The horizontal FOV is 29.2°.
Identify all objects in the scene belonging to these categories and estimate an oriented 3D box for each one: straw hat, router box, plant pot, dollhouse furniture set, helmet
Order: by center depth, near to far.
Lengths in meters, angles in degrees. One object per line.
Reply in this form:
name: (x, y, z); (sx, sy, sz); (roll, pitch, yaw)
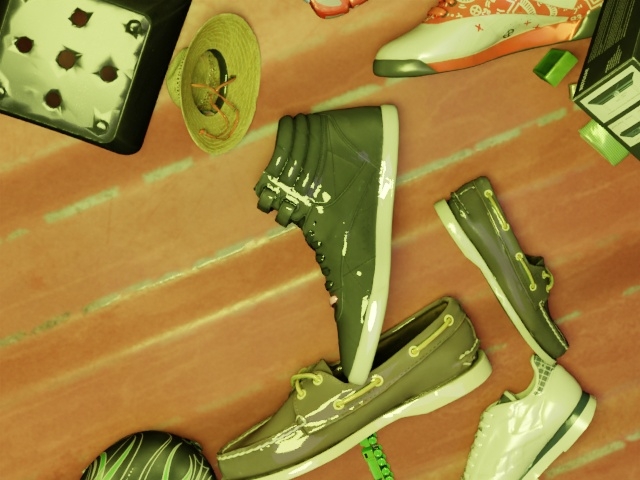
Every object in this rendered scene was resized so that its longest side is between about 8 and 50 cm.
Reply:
plant pot: (-0.240, -0.183, 1.190); (0.187, 0.167, 0.188); (19, 102, -10)
router box: (0.387, -0.172, 1.205); (0.243, 0.309, 0.081); (39, 138, -14)
straw hat: (-0.124, -0.163, 1.258); (0.061, 0.144, 0.144); (13, 106, 31)
dollhouse furniture set: (0.301, -0.147, 1.316); (0.151, 0.058, 0.076); (40, 97, -14)
helmet: (-0.189, 0.292, 1.318); (0.169, 0.161, 0.169); (-2, 104, -6)

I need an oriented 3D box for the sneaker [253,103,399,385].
sneaker: (0.000, 0.000, 1.279); (0.147, 0.104, 0.296); (4, 83, -3)

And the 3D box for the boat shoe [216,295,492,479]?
boat shoe: (0.026, 0.169, 1.340); (0.324, 0.116, 0.097); (-25, 101, -4)

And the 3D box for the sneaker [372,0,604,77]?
sneaker: (0.170, -0.260, 1.258); (0.270, 0.090, 0.145); (-15, 104, -6)

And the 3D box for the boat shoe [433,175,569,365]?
boat shoe: (0.213, 0.035, 1.340); (0.068, 0.081, 0.228); (-35, 103, 7)

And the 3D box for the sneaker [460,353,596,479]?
sneaker: (0.207, 0.240, 1.401); (0.095, 0.090, 0.235); (40, 93, -1)

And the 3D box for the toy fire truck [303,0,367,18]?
toy fire truck: (-0.048, -0.300, 1.243); (0.135, 0.047, 0.192); (-28, 106, 1)

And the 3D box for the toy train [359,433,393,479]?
toy train: (0.061, 0.247, 1.411); (0.023, 0.017, 0.083); (-20, 106, 9)
